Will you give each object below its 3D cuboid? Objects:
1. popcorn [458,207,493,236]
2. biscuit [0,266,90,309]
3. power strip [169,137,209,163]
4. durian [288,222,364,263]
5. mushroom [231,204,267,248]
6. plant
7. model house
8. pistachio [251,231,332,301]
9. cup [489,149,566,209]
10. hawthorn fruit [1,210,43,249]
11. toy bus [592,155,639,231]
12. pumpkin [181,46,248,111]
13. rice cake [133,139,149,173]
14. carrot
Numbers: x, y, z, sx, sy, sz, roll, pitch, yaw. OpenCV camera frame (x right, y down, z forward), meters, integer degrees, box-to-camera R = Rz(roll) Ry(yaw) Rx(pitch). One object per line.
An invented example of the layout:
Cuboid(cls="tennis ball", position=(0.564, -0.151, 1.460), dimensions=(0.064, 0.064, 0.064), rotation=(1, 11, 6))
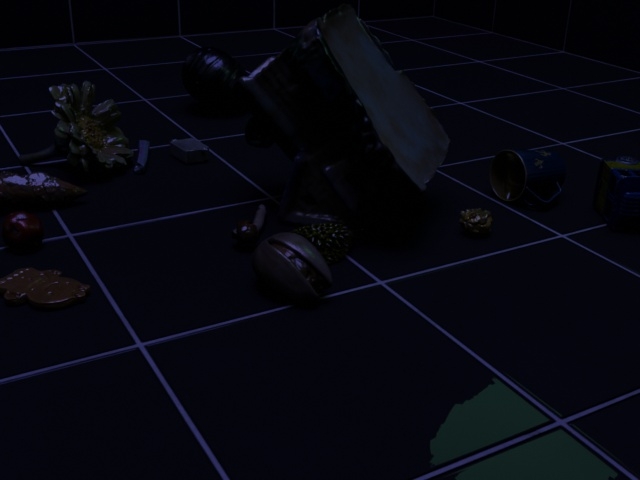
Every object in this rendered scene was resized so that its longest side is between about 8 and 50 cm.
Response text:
Cuboid(cls="popcorn", position=(0.356, -0.045, 1.822), dimensions=(0.082, 0.057, 0.083), rotation=(-16, 28, -35))
Cuboid(cls="biscuit", position=(-0.539, 0.092, 1.520), dimensions=(0.184, 0.027, 0.133), rotation=(20, 29, 34))
Cuboid(cls="power strip", position=(-0.381, -0.260, 2.250), dimensions=(0.075, 0.042, 0.175), rotation=(-15, 29, -31))
Cuboid(cls="durian", position=(0.000, 0.000, 1.692), dimensions=(0.215, 0.086, 0.100), rotation=(-6, 13, -11))
Cuboid(cls="mushroom", position=(-0.155, -0.034, 1.776), dimensions=(0.061, 0.060, 0.187), rotation=(-2, 19, 10))
Cuboid(cls="plant", position=(-0.635, -0.252, 2.115), dimensions=(0.261, 0.297, 0.306), rotation=(40, -4, 21))
Cuboid(cls="model house", position=(0.007, -0.247, 1.862), dimensions=(0.399, 0.445, 0.395), rotation=(-30, 15, 32))
Cuboid(cls="pistachio", position=(-0.058, 0.052, 1.541), dimensions=(0.185, 0.125, 0.124), rotation=(38, 41, 28))
Cuboid(cls="cup", position=(0.540, -0.155, 2.010), dimensions=(0.155, 0.131, 0.177), rotation=(-10, 57, -30))
Cuboid(cls="hawthorn fruit", position=(-0.632, -0.016, 1.690), dimensions=(0.093, 0.093, 0.093), rotation=(1, 25, -1))
Cuboid(cls="toy bus", position=(0.818, -0.110, 1.892), dimensions=(0.287, 0.138, 0.175), rotation=(2, 25, 1))
Cuboid(cls="pumpkin", position=(-0.352, -0.525, 2.648), dimensions=(0.249, 0.216, 0.250), rotation=(32, 14, -9))
Cuboid(cls="rice cake", position=(-0.494, -0.232, 2.196), dimensions=(0.033, 0.033, 0.208), rotation=(7, 25, -12))
Cuboid(cls="carrot", position=(-0.689, -0.114, 1.887), dimensions=(0.262, 0.102, 0.102), rotation=(0, 25, -17))
